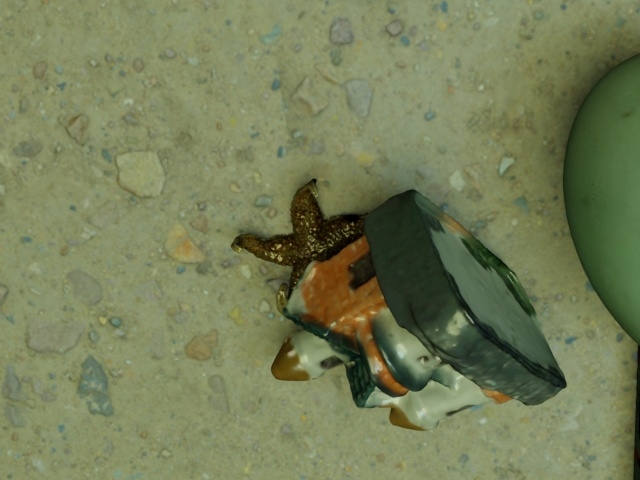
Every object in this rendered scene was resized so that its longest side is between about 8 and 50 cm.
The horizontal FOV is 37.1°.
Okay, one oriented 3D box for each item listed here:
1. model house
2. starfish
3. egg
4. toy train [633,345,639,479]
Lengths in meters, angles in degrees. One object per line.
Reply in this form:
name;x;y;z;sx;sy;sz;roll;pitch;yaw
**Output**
model house;0.076;0.121;1.051;0.301;0.190;0.271;-29;145;23
starfish;0.001;0.000;1.105;0.190;0.074;0.146;-25;105;11
egg;0.403;-0.015;0.968;0.276;0.276;0.389;-31;105;12
toy train;0.429;0.264;1.155;0.086;0.089;0.409;-1;108;9
